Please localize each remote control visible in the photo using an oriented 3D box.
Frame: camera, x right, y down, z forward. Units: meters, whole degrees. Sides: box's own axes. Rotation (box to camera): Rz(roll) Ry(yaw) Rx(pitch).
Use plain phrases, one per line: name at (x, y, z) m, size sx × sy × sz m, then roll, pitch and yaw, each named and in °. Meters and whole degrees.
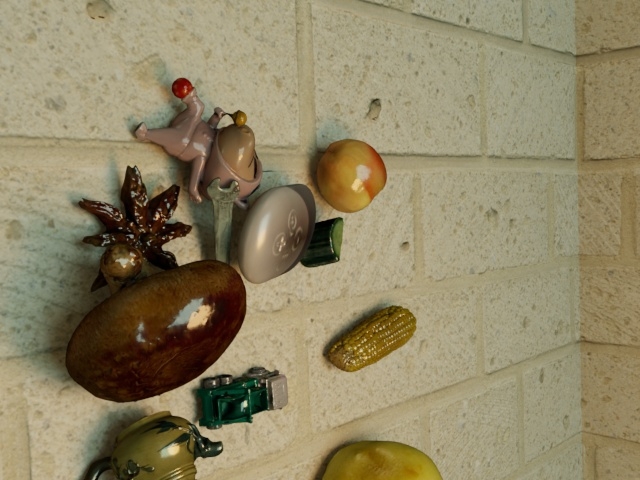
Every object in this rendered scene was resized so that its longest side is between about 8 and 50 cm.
remote control at (-0.093, -0.018, 1.715) m, size 0.332 × 0.103 × 0.221 m, roll -24°, pitch 131°, yaw -70°

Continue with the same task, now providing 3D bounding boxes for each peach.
peach at (0.075, -0.165, 1.907) m, size 0.184 × 0.184 × 0.184 m, roll -1°, pitch 91°, yaw -47°
peach at (0.154, 0.669, 1.921) m, size 0.315 × 0.314 × 0.282 m, roll -36°, pitch 132°, yaw -38°

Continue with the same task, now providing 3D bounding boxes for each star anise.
star anise at (-0.362, -0.008, 1.497) m, size 0.288 × 0.088 × 0.288 m, roll -1°, pitch 91°, yaw -45°

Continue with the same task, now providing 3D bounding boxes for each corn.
corn at (0.145, 0.261, 2.032) m, size 0.321 × 0.119 × 0.119 m, roll -23°, pitch 108°, yaw -40°

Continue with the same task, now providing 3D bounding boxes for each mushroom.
mushroom at (-0.300, 0.172, 1.414) m, size 0.345 × 0.345 × 0.239 m, roll 32°, pitch 38°, yaw -43°

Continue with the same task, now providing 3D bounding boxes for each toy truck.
toy truck at (-0.164, 0.353, 1.693) m, size 0.216 × 0.116 × 0.110 m, roll -7°, pitch 95°, yaw -47°

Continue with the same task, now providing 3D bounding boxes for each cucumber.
cucumber at (0.000, 0.000, 1.876) m, size 0.062 × 0.115 × 0.116 m, roll 26°, pitch 62°, yaw -44°

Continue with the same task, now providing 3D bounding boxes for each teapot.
teapot at (-0.319, 0.444, 1.476) m, size 0.269 × 0.173 × 0.183 m, roll -27°, pitch 73°, yaw -17°

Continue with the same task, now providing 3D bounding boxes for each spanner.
spanner at (-0.209, 0.000, 1.614) m, size 0.071 × 0.017 × 0.302 m, roll -3°, pitch 123°, yaw -16°

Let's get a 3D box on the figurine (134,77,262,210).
figurine at (-0.228, -0.193, 1.584) m, size 0.287 × 0.186 × 0.176 m, roll 43°, pitch 35°, yaw -20°
